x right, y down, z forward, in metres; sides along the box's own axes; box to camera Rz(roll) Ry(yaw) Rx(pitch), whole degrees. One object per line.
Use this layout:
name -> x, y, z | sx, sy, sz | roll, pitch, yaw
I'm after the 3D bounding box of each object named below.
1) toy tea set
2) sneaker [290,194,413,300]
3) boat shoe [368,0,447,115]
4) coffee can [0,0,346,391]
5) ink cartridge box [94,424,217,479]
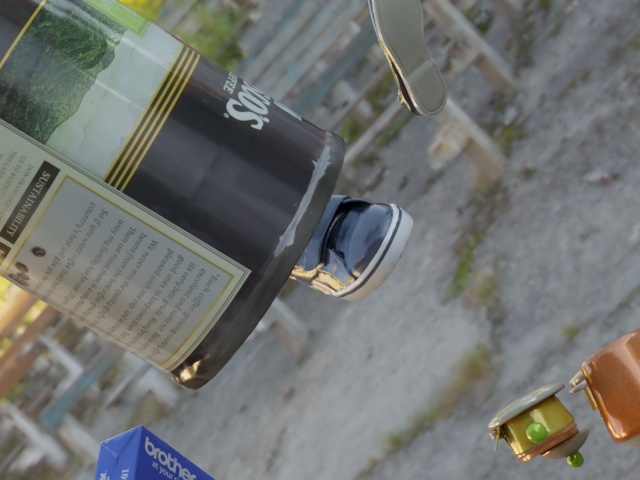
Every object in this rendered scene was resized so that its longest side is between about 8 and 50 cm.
toy tea set -> 0.288, 0.197, 1.395 | 0.200, 0.124, 0.336 | -31, -12, 3
sneaker -> 0.000, 0.000, 1.670 | 0.126, 0.127, 0.321 | -65, 17, -14
boat shoe -> 0.096, -0.251, 1.683 | 0.075, 0.206, 0.065 | -37, 28, -26
coffee can -> -0.151, -0.054, 0.876 | 0.201, 0.275, 0.201 | -55, 12, 18
ink cartridge box -> -0.090, 0.236, 1.009 | 0.046, 0.207, 0.097 | -26, 39, 27
